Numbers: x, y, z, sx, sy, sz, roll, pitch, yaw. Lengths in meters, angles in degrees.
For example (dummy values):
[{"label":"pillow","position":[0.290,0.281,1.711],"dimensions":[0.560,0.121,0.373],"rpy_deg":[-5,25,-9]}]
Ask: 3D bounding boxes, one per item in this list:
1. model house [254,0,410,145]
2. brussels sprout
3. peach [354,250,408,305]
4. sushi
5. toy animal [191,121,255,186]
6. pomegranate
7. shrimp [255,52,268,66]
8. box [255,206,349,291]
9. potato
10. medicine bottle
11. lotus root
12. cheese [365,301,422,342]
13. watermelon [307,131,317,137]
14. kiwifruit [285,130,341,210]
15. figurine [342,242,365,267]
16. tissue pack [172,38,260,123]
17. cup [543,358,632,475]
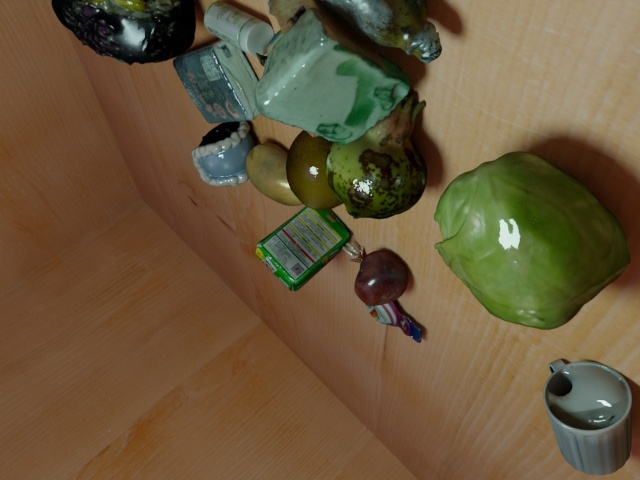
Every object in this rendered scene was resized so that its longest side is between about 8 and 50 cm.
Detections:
[{"label":"model house","position":[-0.018,-0.377,1.216],"dimensions":[0.194,0.267,0.324],"rpy_deg":[-38,58,30]},{"label":"brussels sprout","position":[0.351,0.000,1.085],"dimensions":[0.328,0.247,0.328],"rpy_deg":[60,167,23]},{"label":"peach","position":[0.164,0.097,1.773],"dimensions":[0.152,0.152,0.152],"rpy_deg":[43,158,23]},{"label":"sushi","position":[-0.478,-0.646,1.640],"dimensions":[0.328,0.328,0.285],"rpy_deg":[48,148,13]},{"label":"toy animal","position":[-0.275,-0.264,2.006],"dimensions":[0.156,0.208,0.204],"rpy_deg":[19,140,43]},{"label":"pomegranate","position":[0.113,-0.171,1.334],"dimensions":[0.222,0.204,0.276],"rpy_deg":[40,156,31]},{"label":"shrimp","position":[-0.075,-0.388,1.515],"dimensions":[0.195,0.035,0.148],"rpy_deg":[39,-168,25]},{"label":"box","position":[-0.051,0.011,1.911],"dimensions":[0.180,0.250,0.103],"rpy_deg":[47,165,12]},{"label":"potato","position":[-0.124,-0.188,1.916],"dimensions":[0.234,0.146,0.150],"rpy_deg":[44,-170,20]},{"label":"medicine bottle","position":[-0.202,-0.521,1.585],"dimensions":[0.183,0.086,0.086],"rpy_deg":[37,155,34]},{"label":"lotus root","position":[0.082,-0.422,1.065],"dimensions":[0.322,0.158,0.140],"rpy_deg":[49,170,-13]},{"label":"cheese","position":[0.214,0.224,1.974],"dimensions":[0.244,0.062,0.155],"rpy_deg":[39,154,29]},{"label":"watermelon","position":[0.012,-0.306,1.392],"dimensions":[0.145,0.193,0.137],"rpy_deg":[-20,86,46]},{"label":"kiwifruit","position":[0.009,-0.176,1.568],"dimensions":[0.196,0.196,0.234],"rpy_deg":[48,163,9]},{"label":"figurine","position":[0.112,0.047,1.906],"dimensions":[0.109,0.064,0.047],"rpy_deg":[42,-175,-13]},{"label":"tissue pack","position":[-0.293,-0.455,1.861],"dimensions":[0.316,0.103,0.228],"rpy_deg":[13,135,58]},{"label":"cup","position":[0.574,0.362,1.374],"dimensions":[0.167,0.221,0.202],"rpy_deg":[-5,132,25]}]
